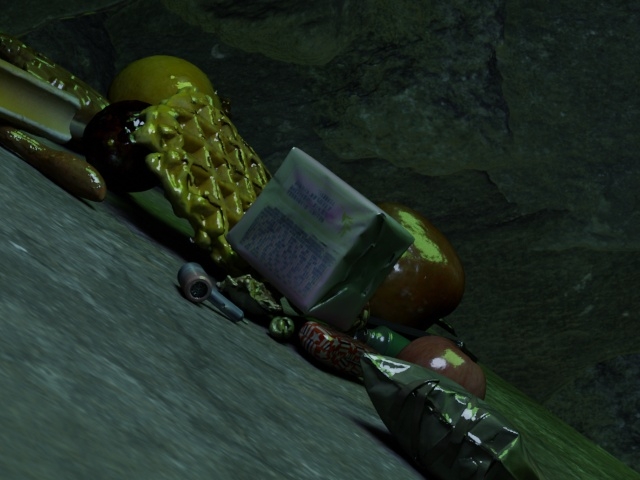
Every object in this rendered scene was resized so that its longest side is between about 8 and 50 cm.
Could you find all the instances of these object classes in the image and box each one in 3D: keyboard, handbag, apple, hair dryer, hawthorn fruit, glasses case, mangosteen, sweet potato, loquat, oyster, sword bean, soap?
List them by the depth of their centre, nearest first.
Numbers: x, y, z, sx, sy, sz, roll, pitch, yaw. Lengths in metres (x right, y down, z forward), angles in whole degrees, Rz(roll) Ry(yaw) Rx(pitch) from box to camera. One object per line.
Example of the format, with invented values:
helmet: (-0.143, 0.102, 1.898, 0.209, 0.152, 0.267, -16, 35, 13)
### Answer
handbag: (0.159, 0.230, 1.412, 0.270, 0.117, 0.182, 36, -10, 38)
hair dryer: (-0.134, 0.077, 1.532, 0.114, 0.037, 0.063, 40, 2, -23)
oyster: (-0.095, 0.078, 1.694, 0.108, 0.053, 0.166, 35, 2, -3)
glasses case: (0.027, 0.161, 1.708, 0.073, 0.049, 0.194, 33, 2, 32)
sweet potato: (-0.399, -0.120, 1.714, 0.214, 0.050, 0.050, 30, 3, 4)
soap: (0.000, 0.000, 1.734, 0.199, 0.182, 0.138, 40, 5, 31)
soap: (-0.496, -0.229, 1.737, 0.173, 0.089, 0.274, 21, -1, 22)
sword bean: (-0.033, 0.128, 1.747, 0.043, 0.038, 0.269, 9, -2, 12)
apple: (0.185, 0.217, 1.840, 0.153, 0.120, 0.153, 34, 2, -1)
mangosteen: (-0.327, -0.159, 2.056, 0.172, 0.172, 0.184, 34, -16, 8)
keyboard: (0.127, 0.162, 2.108, 0.309, 0.018, 0.101, 14, -15, 29)
hawthorn fruit: (0.152, 0.080, 2.277, 0.300, 0.268, 0.268, 34, 3, 6)
loquat: (-0.323, -0.263, 2.548, 0.274, 0.275, 0.275, 34, 3, -2)

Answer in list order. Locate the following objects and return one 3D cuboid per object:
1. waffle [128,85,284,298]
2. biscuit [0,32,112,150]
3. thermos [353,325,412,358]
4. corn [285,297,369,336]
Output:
waffle: (-0.155, -0.076, 1.933, 0.380, 0.095, 0.382, 56, 16, -15)
biscuit: (-0.524, -0.280, 2.278, 0.268, 0.115, 0.366, 32, 5, -35)
thermos: (0.134, 0.206, 2.047, 0.187, 0.083, 0.073, 30, -20, -31)
corn: (0.010, 0.098, 1.962, 0.098, 0.098, 0.290, 35, -2, 20)
